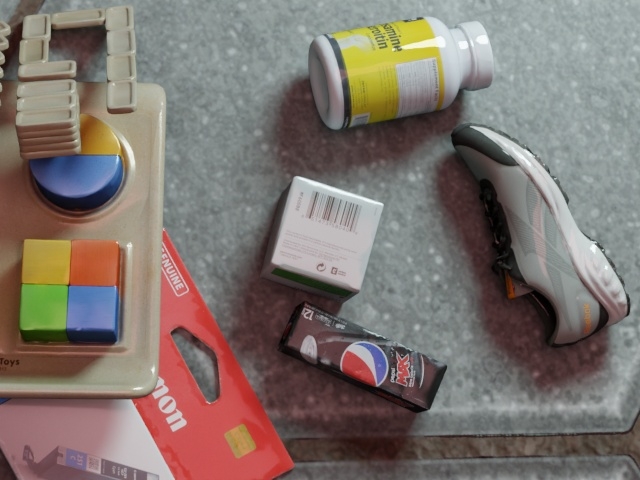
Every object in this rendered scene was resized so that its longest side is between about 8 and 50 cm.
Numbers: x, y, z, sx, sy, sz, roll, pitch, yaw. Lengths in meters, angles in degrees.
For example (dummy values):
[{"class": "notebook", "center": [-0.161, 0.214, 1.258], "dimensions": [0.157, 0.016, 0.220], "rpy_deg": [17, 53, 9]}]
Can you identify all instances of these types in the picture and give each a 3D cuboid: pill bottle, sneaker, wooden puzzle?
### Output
[{"class": "pill bottle", "center": [0.086, -0.183, 1.980], "dimensions": [0.184, 0.103, 0.103], "rpy_deg": [-12, 83, -12]}, {"class": "sneaker", "center": [0.219, -0.008, 1.979], "dimensions": [0.108, 0.100, 0.271], "rpy_deg": [-34, 88, -9]}, {"class": "wooden puzzle", "center": [-0.319, -0.014, 1.840], "dimensions": [0.322, 0.080, 0.348], "rpy_deg": [1, 69, -2]}]

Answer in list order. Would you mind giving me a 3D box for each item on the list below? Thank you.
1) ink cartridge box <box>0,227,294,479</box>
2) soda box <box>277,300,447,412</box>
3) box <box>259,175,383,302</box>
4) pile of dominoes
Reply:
[{"class": "ink cartridge box", "center": [-0.202, 0.166, 1.888], "dimensions": [0.261, 0.066, 0.296], "rpy_deg": [-29, 86, -13]}, {"class": "soda box", "center": [0.043, 0.123, 1.942], "dimensions": [0.169, 0.060, 0.053], "rpy_deg": [24, 78, -6]}, {"class": "box", "center": [0.000, 0.000, 1.941], "dimensions": [0.101, 0.087, 0.102], "rpy_deg": [17, 78, -7]}, {"class": "pile of dominoes", "center": [-0.282, -0.160, 1.872], "dimensions": [0.196, 0.251, 0.040], "rpy_deg": [-6, 122, -3]}]
